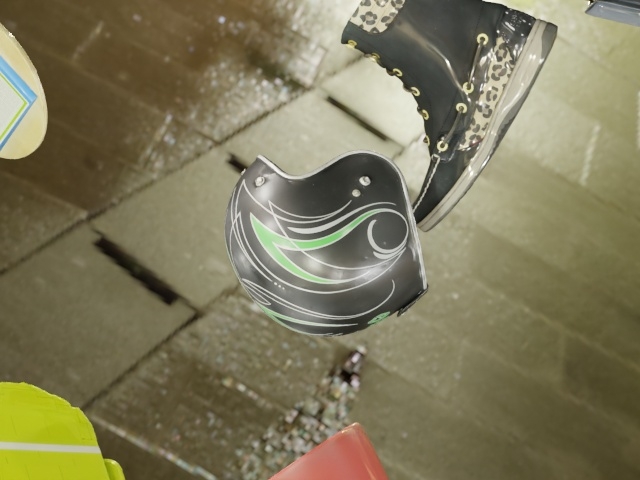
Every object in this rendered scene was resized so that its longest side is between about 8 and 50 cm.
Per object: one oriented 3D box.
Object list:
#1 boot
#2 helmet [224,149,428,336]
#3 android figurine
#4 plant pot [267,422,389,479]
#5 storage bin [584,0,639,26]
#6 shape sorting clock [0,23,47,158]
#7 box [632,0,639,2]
[{"bbox_3d":[0.094,-0.141,1.204,0.179,0.236,0.085,30,27,1],"label":"boot"},{"bbox_3d":[0.000,0.000,1.102,0.162,0.169,0.169,-14,43,0],"label":"helmet"},{"bbox_3d":[-0.290,0.252,1.278,0.248,0.056,0.273,11,42,-48],"label":"android figurine"},{"bbox_3d":[0.003,0.379,1.447,0.243,0.275,0.275,55,37,9],"label":"plant pot"},{"bbox_3d":[0.338,-0.289,1.383,0.098,0.091,0.135,14,4,5],"label":"storage bin"},{"bbox_3d":[-0.404,-0.191,1.516,0.206,0.206,0.040,37,43,8],"label":"shape sorting clock"},{"bbox_3d":[0.260,-0.503,1.192,0.472,0.479,0.297,17,-6,30],"label":"box"}]
